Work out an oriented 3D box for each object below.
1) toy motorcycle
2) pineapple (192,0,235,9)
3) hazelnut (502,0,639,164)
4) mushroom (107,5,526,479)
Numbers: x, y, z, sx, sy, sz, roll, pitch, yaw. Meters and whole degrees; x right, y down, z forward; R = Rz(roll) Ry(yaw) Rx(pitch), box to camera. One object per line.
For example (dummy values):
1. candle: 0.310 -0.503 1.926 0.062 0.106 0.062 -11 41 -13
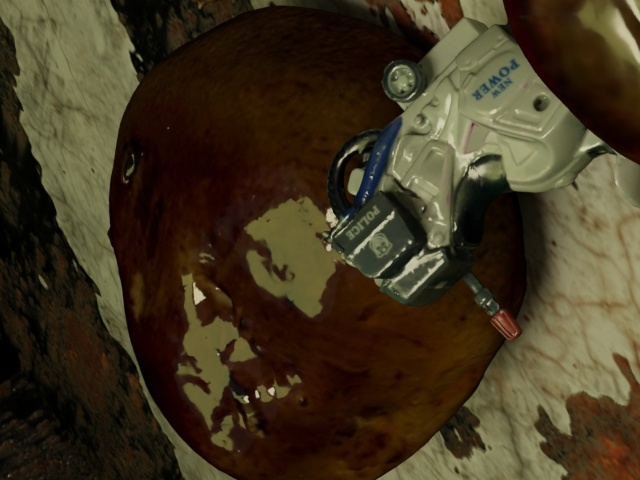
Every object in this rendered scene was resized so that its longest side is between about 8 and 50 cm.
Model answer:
1. toy motorcycle: 0.101 -0.046 0.909 0.221 0.102 0.150 -45 71 20
2. pineapple: -0.116 -0.235 1.189 0.251 0.125 0.125 29 144 57
3. hazelnut: 0.173 -0.123 0.681 0.208 0.208 0.208 44 153 29
4. mushroom: 0.000 0.000 1.157 0.345 0.259 0.345 11 108 38
